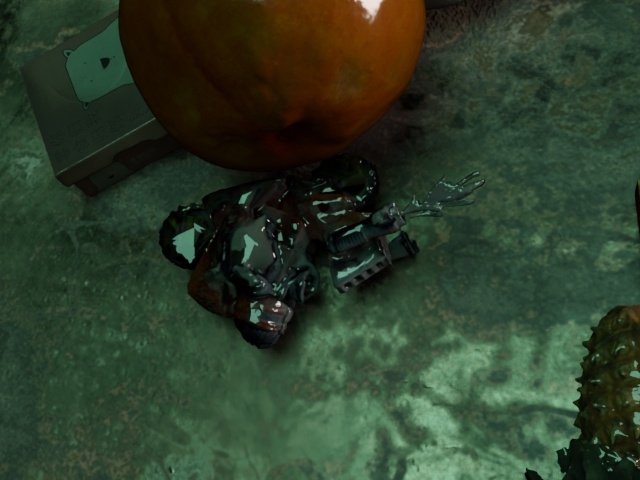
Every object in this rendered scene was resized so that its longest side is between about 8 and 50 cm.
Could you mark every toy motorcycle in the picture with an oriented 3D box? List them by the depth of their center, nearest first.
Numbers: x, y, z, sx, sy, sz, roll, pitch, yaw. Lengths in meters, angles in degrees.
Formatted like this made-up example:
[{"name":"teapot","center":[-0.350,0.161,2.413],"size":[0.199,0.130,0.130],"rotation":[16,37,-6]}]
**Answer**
[{"name":"toy motorcycle","center":[0.000,0.000,1.020],"size":[0.401,0.134,0.207],"rotation":[-18,64,12]}]

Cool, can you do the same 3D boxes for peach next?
[{"name":"peach","center":[-0.051,-0.239,0.985],"size":[0.343,0.342,0.301],"rotation":[-9,58,15]}]

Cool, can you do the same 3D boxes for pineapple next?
[{"name":"pineapple","center":[0.288,0.218,0.837],"size":[0.170,0.141,0.309],"rotation":[15,81,19]}]

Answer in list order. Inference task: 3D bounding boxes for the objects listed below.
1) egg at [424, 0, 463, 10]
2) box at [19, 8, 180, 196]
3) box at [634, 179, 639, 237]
[{"name":"egg","center":[0.140,-0.381,1.111],"size":[0.232,0.176,0.176],"rotation":[-25,62,20]},{"name":"box","center":[-0.286,-0.197,1.225],"size":[0.215,0.086,0.215],"rotation":[-29,62,5]},{"name":"box","center":[0.459,0.002,0.904],"size":[0.240,0.074,0.153],"rotation":[-6,62,17]}]
